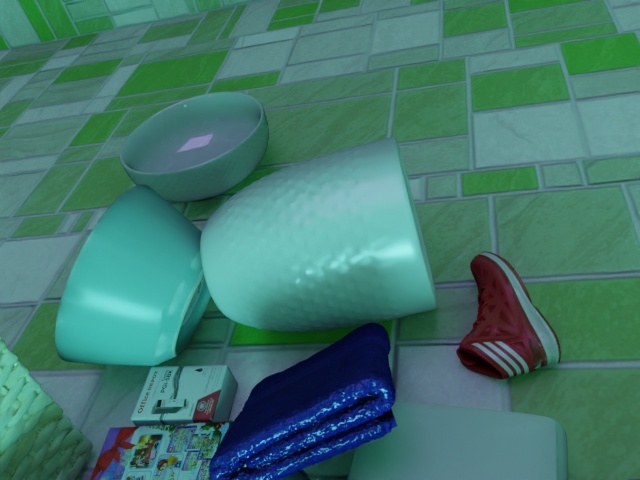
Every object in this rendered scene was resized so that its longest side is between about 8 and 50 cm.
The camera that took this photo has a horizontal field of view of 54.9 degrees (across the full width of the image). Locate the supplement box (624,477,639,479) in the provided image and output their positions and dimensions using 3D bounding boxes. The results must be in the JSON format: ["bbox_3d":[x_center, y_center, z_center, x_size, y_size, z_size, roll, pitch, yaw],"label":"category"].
[{"bbox_3d":[0.332,0.361,0.563,0.073,0.130,0.239,-3,43,16],"label":"supplement box"}]

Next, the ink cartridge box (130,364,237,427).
[{"bbox_3d":[-0.208,0.248,0.950,0.135,0.056,0.099,-5,42,14],"label":"ink cartridge box"}]

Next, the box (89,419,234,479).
[{"bbox_3d":[-0.224,0.381,0.803,0.201,0.057,0.293,-7,42,14],"label":"box"}]

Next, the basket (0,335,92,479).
[{"bbox_3d":[-0.544,0.305,0.803,0.266,0.328,0.331,6,45,23],"label":"basket"}]

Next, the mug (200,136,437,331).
[{"bbox_3d":[0.000,0.000,1.027,0.328,0.276,0.374,-14,9,11],"label":"mug"}]

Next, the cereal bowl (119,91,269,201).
[{"bbox_3d":[-0.274,-0.199,1.420,0.339,0.141,0.339,-10,41,9],"label":"cereal bowl"}]

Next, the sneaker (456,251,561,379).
[{"bbox_3d":[0.246,0.109,0.919,0.128,0.087,0.221,-20,39,-4],"label":"sneaker"}]

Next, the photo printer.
[{"bbox_3d":[0.139,0.336,0.681,0.256,0.107,0.307,0,43,21],"label":"photo printer"}]

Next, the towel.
[{"bbox_3d":[-0.005,0.205,0.781,0.228,0.076,0.308,-30,0,6],"label":"towel"}]

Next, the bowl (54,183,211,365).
[{"bbox_3d":[-0.277,0.082,1.017,0.163,0.311,0.311,23,48,1],"label":"bowl"}]

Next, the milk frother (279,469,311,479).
[{"bbox_3d":[-0.039,0.359,0.699,0.129,0.134,0.143,-27,39,-8],"label":"milk frother"}]
